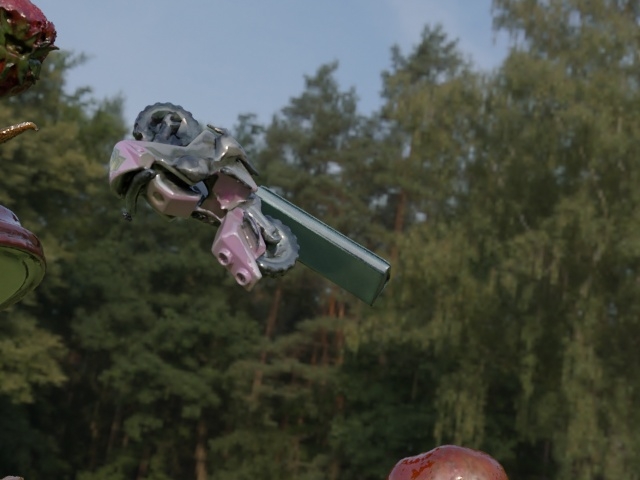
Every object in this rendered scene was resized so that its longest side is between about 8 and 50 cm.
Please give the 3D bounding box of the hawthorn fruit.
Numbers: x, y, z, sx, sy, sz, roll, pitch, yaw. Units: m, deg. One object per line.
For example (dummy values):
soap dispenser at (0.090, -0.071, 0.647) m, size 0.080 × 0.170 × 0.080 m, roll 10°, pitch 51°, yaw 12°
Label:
hawthorn fruit at (0.168, 0.377, 1.459) m, size 0.179 × 0.200 × 0.179 m, roll 2°, pitch -42°, yaw 2°

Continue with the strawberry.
strawberry at (-0.283, -0.175, 0.953) m, size 0.106 × 0.106 × 0.106 m, roll 9°, pitch -18°, yaw 3°

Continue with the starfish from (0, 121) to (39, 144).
starfish at (-0.385, -0.111, 1.244) m, size 0.133 × 0.041 × 0.130 m, roll -2°, pitch -42°, yaw 4°

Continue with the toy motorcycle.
toy motorcycle at (-0.181, -0.057, 1.594) m, size 0.327 × 0.188 × 0.143 m, roll 49°, pitch -43°, yaw 8°

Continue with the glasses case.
glasses case at (0.000, 0.000, 1.897) m, size 0.266 × 0.056 × 0.105 m, roll 32°, pitch -38°, yaw 12°

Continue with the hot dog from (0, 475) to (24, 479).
hot dog at (-0.575, 0.579, 2.027) m, size 0.174 × 0.267 × 0.387 m, roll -24°, pitch -10°, yaw -8°

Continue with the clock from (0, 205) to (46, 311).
clock at (-0.388, 0.055, 0.924) m, size 0.319 × 0.080 × 0.318 m, roll -18°, pitch -15°, yaw -5°
